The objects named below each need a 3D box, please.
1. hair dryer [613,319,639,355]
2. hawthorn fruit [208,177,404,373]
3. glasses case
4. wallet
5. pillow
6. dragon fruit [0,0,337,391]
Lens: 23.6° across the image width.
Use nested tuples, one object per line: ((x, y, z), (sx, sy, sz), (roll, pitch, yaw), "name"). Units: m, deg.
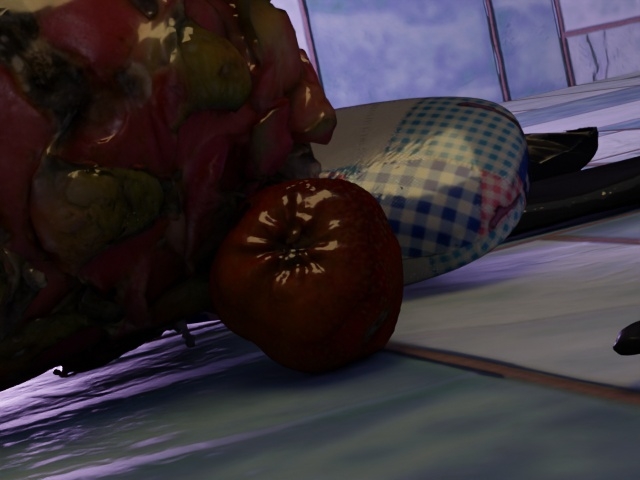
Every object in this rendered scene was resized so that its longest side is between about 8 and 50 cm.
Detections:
((0.247, -0.013, 0.447), (0.344, 0.107, 0.189), (-15, 3, 33), "hair dryer")
((-0.003, 0.016, 0.676), (0.093, 0.093, 0.093), (-12, 6, 1), "hawthorn fruit")
((-0.037, -0.014, 0.897), (0.327, 0.076, 0.125), (-10, 39, 21), "glasses case")
((0.167, -0.033, 1.039), (0.285, 0.030, 0.146), (-14, 9, -13), "wallet")
((0.161, -0.062, 1.223), (0.090, 0.048, 0.150), (-5, 1, -11), "pillow")
((-0.142, -0.057, 0.744), (0.291, 0.269, 0.250), (-27, 0, 1), "dragon fruit")
